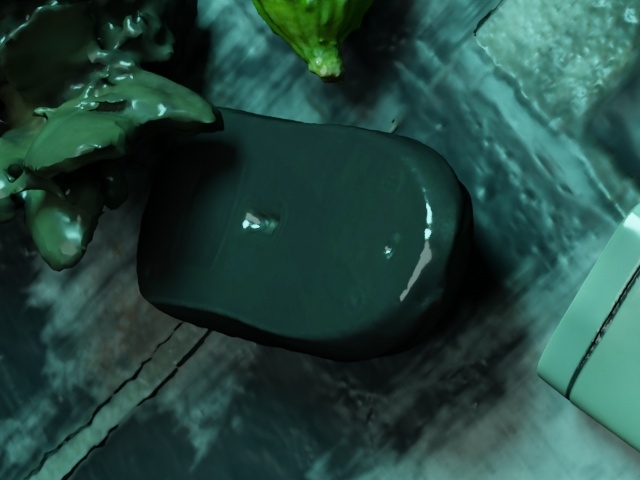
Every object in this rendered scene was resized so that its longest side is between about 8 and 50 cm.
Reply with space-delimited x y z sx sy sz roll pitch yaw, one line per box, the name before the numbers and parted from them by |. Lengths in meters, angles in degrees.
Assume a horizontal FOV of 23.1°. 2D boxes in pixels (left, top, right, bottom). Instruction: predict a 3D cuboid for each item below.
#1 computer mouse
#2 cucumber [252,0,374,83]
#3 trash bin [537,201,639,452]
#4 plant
computer mouse | 0.000 0.000 0.918 0.270 0.086 0.137 12 82 48
cucumber | -0.003 -0.214 0.919 0.134 0.134 0.244 -1 91 34
trash bin | 0.193 0.060 0.804 0.130 0.059 0.116 38 109 28
plant | -0.189 -0.120 0.981 0.215 0.213 0.312 -38 70 23
